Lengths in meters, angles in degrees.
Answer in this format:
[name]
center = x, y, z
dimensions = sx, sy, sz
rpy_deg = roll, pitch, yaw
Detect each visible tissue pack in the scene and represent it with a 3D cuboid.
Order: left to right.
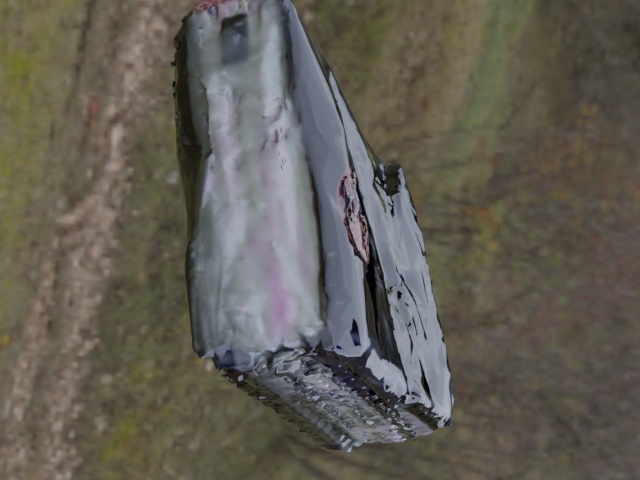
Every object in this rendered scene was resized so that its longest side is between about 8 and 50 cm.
[tissue pack]
center = 0.000, 0.000, 0.959
dimensions = 0.332, 0.123, 0.245
rpy_deg = 53, 29, -68
